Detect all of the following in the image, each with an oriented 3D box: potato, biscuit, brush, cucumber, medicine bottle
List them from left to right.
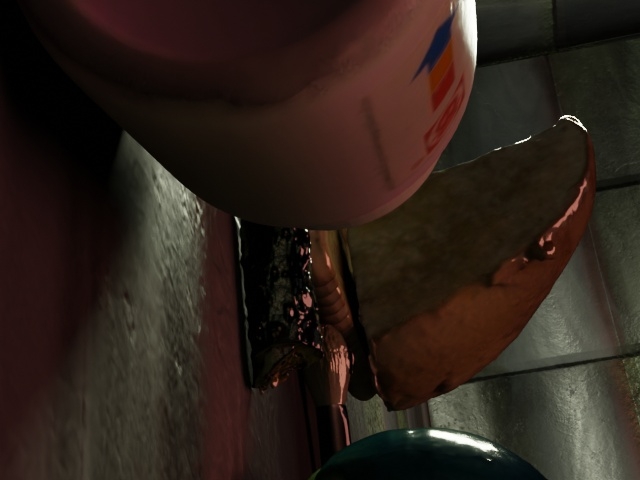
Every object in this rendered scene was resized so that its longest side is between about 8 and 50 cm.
[{"bbox_3d":[-0.028,0.014,0.860,0.053,0.053,0.181,71,11,-58],"label":"cucumber"},{"bbox_3d":[-0.015,-0.096,0.584,0.293,0.170,0.170,52,29,-76],"label":"medicine bottle"},{"bbox_3d":[0.000,0.000,1.172,0.325,0.044,0.217,68,12,-65],"label":"biscuit"},{"bbox_3d":[0.020,0.212,1.034,0.039,0.042,0.299,-28,-115,54],"label":"brush"},{"bbox_3d":[0.160,0.046,1.209,0.211,0.264,0.189,-105,171,-52],"label":"potato"}]

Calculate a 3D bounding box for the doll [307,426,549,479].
[{"bbox_3d":[0.066,0.227,0.768,0.322,0.186,0.198,77,6,-55],"label":"doll"}]
